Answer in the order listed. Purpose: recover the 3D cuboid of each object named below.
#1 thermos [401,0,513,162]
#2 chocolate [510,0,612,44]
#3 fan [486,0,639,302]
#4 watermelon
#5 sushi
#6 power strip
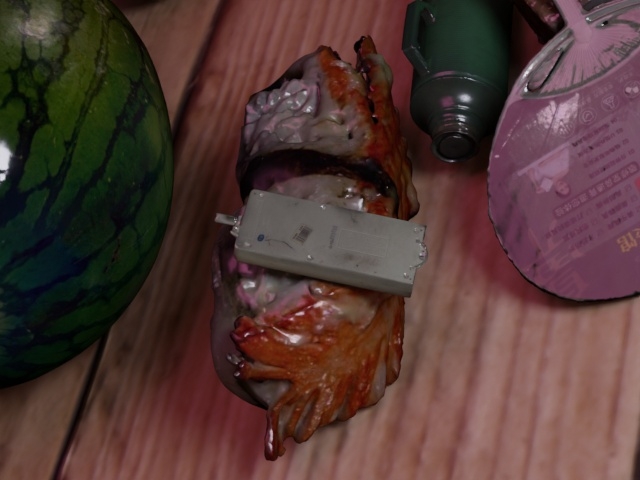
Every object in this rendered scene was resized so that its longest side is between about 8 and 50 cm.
[{"bbox_3d":[0.103,-0.139,1.359,0.073,0.083,0.188,-3,50,13],"label":"thermos"},{"bbox_3d":[0.272,-0.245,1.292,0.321,0.112,0.112,-37,44,8],"label":"chocolate"},{"bbox_3d":[0.213,-0.103,1.201,0.223,0.012,0.294,-5,70,26],"label":"fan"},{"bbox_3d":[-0.277,-0.053,1.419,0.363,0.363,0.363,-25,40,23],"label":"watermelon"},{"bbox_3d":[-0.004,-0.008,1.291,0.130,0.124,0.332,-12,42,14],"label":"sushi"},{"bbox_3d":[0.000,0.000,1.179,0.136,0.019,0.051,11,58,4],"label":"power strip"}]
